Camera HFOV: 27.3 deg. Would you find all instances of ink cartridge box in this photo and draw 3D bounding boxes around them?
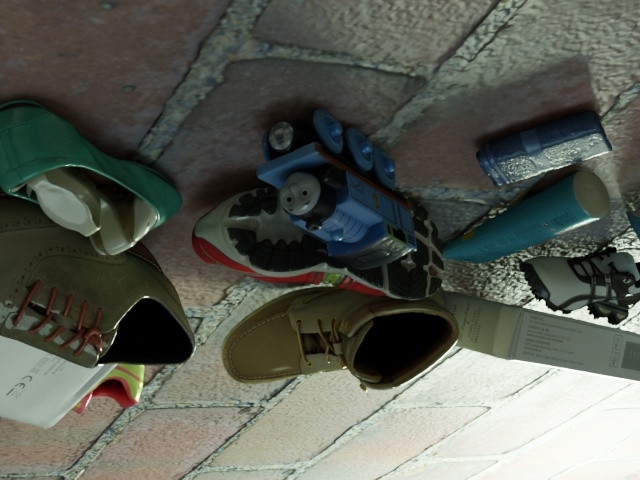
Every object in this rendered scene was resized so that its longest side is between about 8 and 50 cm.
[{"bbox_3d":[0.228,0.111,1.611,0.296,0.066,0.261,14,177,-43],"label":"ink cartridge box"}]

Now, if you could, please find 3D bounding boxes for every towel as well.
[{"bbox_3d":[0.209,-0.088,1.234,0.119,0.029,0.067,-17,155,16],"label":"towel"}]

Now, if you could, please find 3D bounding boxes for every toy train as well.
[{"bbox_3d":[0.016,-0.043,1.163,0.080,0.105,0.184,-22,153,24],"label":"toy train"}]

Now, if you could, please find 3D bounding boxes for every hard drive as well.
[{"bbox_3d":[-0.307,0.079,1.291,0.210,0.040,0.318,-43,148,10],"label":"hard drive"}]

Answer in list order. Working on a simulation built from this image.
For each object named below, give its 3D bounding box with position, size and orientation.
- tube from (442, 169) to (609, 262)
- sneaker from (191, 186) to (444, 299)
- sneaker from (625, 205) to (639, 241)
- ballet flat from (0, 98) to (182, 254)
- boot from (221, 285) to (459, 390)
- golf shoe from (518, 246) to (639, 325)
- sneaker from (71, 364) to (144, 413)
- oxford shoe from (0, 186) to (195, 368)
[{"bbox_3d":[0.210,-0.012,1.385,0.080,0.052,0.207,14,152,-34],"label":"tube"},{"bbox_3d":[0.000,0.000,1.298,0.279,0.107,0.118,12,166,-34],"label":"sneaker"},{"bbox_3d":[0.406,-0.003,1.446,0.092,0.087,0.228,-30,157,24],"label":"sneaker"},{"bbox_3d":[-0.196,-0.034,1.121,0.083,0.087,0.247,-22,154,19],"label":"ballet flat"},{"bbox_3d":[0.016,0.110,1.402,0.262,0.095,0.203,-15,-171,1],"label":"boot"},{"bbox_3d":[0.309,0.037,1.515,0.198,0.077,0.094,10,134,-44],"label":"golf shoe"},{"bbox_3d":[-0.288,0.147,1.475,0.208,0.094,0.081,5,153,-27],"label":"sneaker"},{"bbox_3d":[-0.234,0.041,1.151,0.348,0.130,0.123,13,115,-53],"label":"oxford shoe"}]
